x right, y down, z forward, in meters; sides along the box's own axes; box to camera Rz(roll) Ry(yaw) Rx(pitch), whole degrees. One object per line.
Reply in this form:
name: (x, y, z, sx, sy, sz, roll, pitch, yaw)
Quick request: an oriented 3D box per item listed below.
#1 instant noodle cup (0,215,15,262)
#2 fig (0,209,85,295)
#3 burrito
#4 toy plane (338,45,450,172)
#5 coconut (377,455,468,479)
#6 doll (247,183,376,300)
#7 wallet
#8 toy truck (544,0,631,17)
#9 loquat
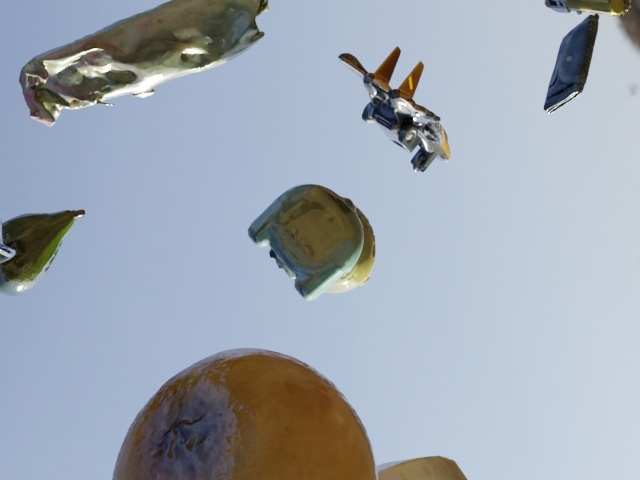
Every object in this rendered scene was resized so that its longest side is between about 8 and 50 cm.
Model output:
instant noodle cup: (-0.492, -0.133, 1.611, 0.284, 0.284, 0.312, 17, -110, -64)
fig: (-0.432, 0.000, 2.102, 0.117, 0.177, 0.117, 45, -178, -2)
burrito: (-0.195, -0.219, 1.602, 0.066, 0.309, 0.096, -124, 15, -46)
toy plane: (0.145, -0.181, 2.234, 0.204, 0.103, 0.316, 37, 170, 31)
coconut: (0.113, 0.387, 1.875, 0.237, 0.236, 0.197, -93, -1, -49)
doll: (0.000, 0.000, 2.245, 0.177, 0.161, 0.260, 47, -178, 11)
wallet: (0.343, -0.244, 1.923, 0.026, 0.088, 0.129, 25, -114, -15)
toy truck: (0.347, -0.326, 1.842, 0.123, 0.052, 0.063, 16, 148, 50)
loquat: (-0.073, 0.237, 1.341, 0.263, 0.263, 0.263, 50, -157, -31)
